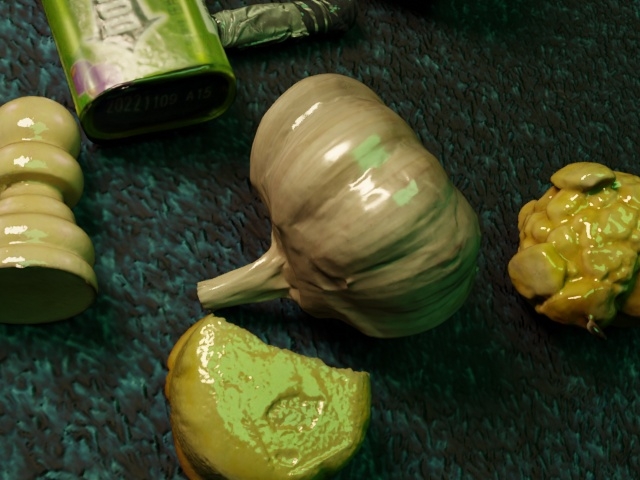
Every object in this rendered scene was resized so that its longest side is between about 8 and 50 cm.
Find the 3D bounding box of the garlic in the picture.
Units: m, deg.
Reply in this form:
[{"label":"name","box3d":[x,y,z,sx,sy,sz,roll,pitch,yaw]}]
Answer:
[{"label":"garlic","box3d":[0.000,0.000,0.642,0.212,0.218,0.218,-35,82,-5]}]

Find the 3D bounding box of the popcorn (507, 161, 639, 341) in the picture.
[{"label":"popcorn","box3d":[0.268,0.008,0.778,0.194,0.140,0.163,-13,79,-19]}]

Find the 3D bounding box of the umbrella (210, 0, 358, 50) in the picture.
[{"label":"umbrella","box3d":[-0.045,-0.211,0.796,0.188,0.050,0.046,-21,96,-33]}]

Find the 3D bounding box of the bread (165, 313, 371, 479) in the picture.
[{"label":"bread","box3d":[-0.044,0.129,0.596,0.156,0.086,0.125,26,63,-8]}]

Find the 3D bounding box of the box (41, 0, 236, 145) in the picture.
[{"label":"box","box3d":[-0.188,-0.255,0.706,0.134,0.097,0.345,-18,73,-11]}]

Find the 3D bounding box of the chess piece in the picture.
[{"label":"chess piece","box3d":[-0.211,-0.031,0.603,0.094,0.094,0.170,7,56,-22]}]
